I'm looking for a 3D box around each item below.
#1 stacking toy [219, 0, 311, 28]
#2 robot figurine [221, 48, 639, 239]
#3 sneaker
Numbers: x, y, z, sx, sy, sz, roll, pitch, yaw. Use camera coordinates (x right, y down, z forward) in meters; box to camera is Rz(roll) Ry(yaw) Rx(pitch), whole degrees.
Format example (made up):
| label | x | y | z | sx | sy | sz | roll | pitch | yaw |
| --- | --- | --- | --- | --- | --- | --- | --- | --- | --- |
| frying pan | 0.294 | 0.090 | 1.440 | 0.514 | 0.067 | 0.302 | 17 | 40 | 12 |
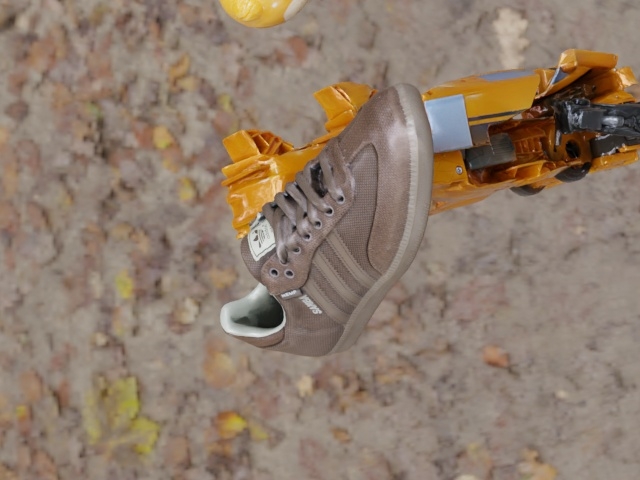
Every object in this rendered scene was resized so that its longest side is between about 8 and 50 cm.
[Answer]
| label | x | y | z | sx | sy | sz | roll | pitch | yaw |
| --- | --- | --- | --- | --- | --- | --- | --- | --- | --- |
| stacking toy | 0.036 | -0.206 | 0.544 | 0.175 | 0.165 | 0.302 | -18 | 40 | 56 |
| robot figurine | 0.094 | -0.063 | 0.808 | 0.211 | 0.291 | 0.085 | -18 | 86 | 53 |
| sneaker | 0.000 | 0.000 | 0.617 | 0.188 | 0.071 | 0.066 | 110 | 152 | -46 |
